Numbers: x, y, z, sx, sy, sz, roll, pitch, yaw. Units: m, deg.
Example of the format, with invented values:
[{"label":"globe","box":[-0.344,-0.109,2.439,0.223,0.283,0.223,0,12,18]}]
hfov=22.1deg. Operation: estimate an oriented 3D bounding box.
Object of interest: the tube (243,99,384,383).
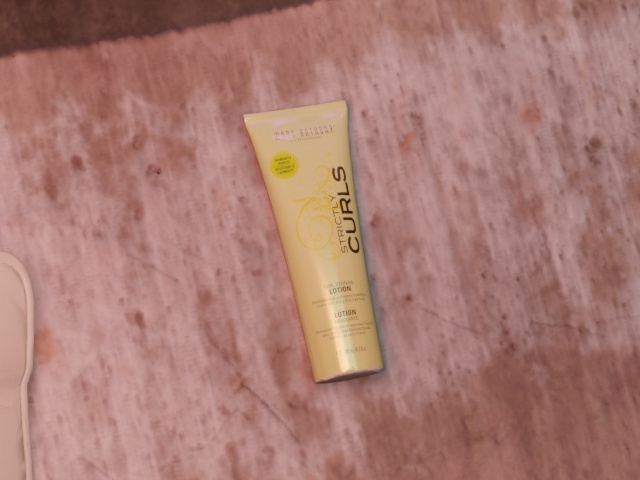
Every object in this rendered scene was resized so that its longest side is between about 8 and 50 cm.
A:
[{"label":"tube","box":[0.000,0.000,1.392,0.070,0.062,0.240,4,72,-54]}]

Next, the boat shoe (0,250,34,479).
[{"label":"boat shoe","box":[-0.297,0.165,1.290,0.099,0.116,0.319,4,87,30]}]
